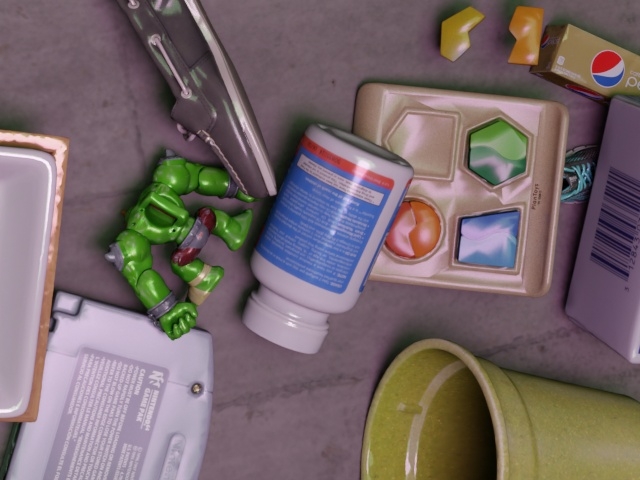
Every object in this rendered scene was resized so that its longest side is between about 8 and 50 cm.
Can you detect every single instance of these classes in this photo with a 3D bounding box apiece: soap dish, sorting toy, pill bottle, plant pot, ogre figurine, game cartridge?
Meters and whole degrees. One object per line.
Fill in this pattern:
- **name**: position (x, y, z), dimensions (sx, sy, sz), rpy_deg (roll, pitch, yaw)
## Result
- **soap dish**: position (-0.377, 0.026, 1.810), dimensions (0.229, 0.118, 0.291), rpy_deg (5, 99, -19)
- **sorting toy**: position (0.146, -0.101, 1.975), dimensions (0.229, 0.041, 0.307), rpy_deg (6, 92, 5)
- **pill bottle**: position (0.000, 0.000, 1.928), dimensions (0.124, 0.124, 0.221), rpy_deg (21, 100, -17)
- **plant pot**: position (0.219, 0.248, 1.969), dimensions (0.254, 0.276, 0.276), rpy_deg (5, 92, -28)
- **ogre figurine**: position (-0.143, -0.010, 1.906), dimensions (0.118, 0.097, 0.197), rpy_deg (36, 84, -18)
- **game cartridge**: position (-0.222, 0.218, 1.923), dimensions (0.198, 0.062, 0.297), rpy_deg (17, 89, -22)

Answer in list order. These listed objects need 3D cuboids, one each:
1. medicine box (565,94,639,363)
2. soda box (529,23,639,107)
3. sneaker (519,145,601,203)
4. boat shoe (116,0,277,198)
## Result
- **medicine box**: position (0.447, -0.008, 2.023), dimensions (0.289, 0.149, 0.263), rpy_deg (4, 105, -24)
- **soda box**: position (0.329, -0.179, 2.056), dimensions (0.181, 0.061, 0.058), rpy_deg (21, 87, -17)
- **sneaker**: position (0.271, -0.064, 2.039), dimensions (0.166, 0.076, 0.065), rpy_deg (-15, 99, -16)
- **boat shoe**: position (-0.146, -0.186, 1.896), dimensions (0.095, 0.112, 0.335), rpy_deg (-23, 95, 4)
